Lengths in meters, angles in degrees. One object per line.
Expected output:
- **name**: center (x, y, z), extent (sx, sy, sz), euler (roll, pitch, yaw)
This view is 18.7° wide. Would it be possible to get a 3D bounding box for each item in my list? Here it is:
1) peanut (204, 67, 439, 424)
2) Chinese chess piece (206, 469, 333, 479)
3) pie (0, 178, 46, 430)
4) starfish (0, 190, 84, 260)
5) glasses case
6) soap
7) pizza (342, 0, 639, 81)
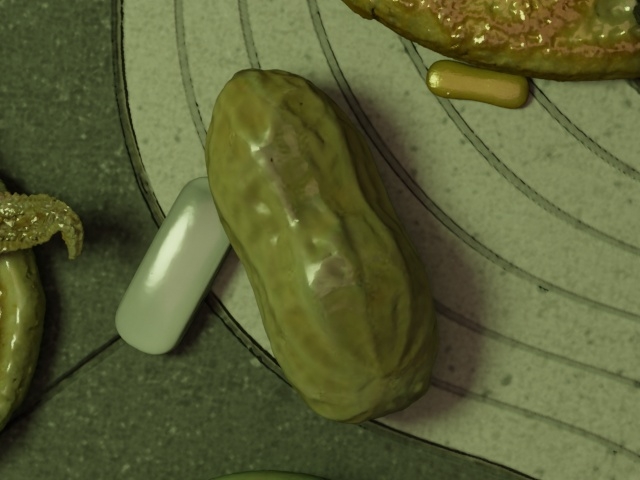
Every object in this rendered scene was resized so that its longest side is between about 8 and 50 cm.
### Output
- **peanut**: center (0.000, 0.000, 1.617), extent (0.152, 0.152, 0.313), euler (-21, 88, 8)
- **Chinese chess piece**: center (-0.041, 0.367, 1.640), extent (0.349, 0.146, 0.349), euler (0, 93, 8)
- **pie**: center (-0.398, 0.066, 1.710), extent (0.339, 0.077, 0.339), euler (0, 87, 3)
- **starfish**: center (-0.363, -0.012, 1.644), extent (0.299, 0.060, 0.302), euler (-28, 89, 5)
- **glasses case**: center (-0.121, 0.022, 1.687), extent (0.063, 0.041, 0.164), euler (28, 95, 4)
- **soap**: center (0.134, -0.134, 1.663), extent (0.089, 0.012, 0.034), euler (11, 93, 7)
- **pizza**: center (0.189, -0.275, 1.624), extent (0.280, 0.075, 0.288), euler (21, 93, 2)
